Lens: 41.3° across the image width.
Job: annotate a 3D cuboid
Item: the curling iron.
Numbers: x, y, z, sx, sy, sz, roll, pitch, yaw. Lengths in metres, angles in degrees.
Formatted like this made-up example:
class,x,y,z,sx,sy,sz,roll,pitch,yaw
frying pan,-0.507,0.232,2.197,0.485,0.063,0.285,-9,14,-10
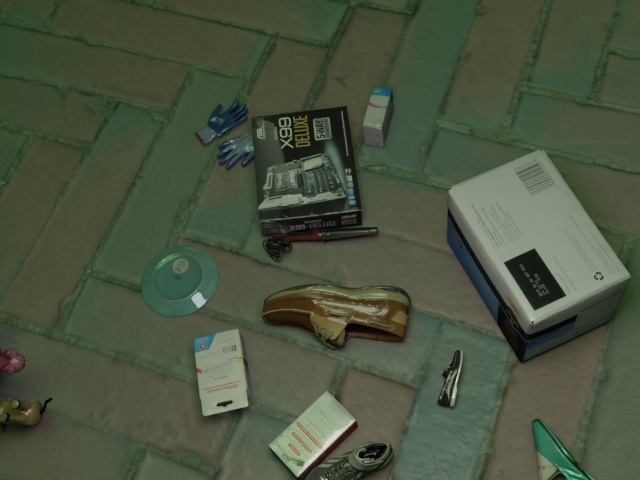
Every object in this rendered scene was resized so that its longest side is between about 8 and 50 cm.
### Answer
class,x,y,z,sx,sy,sz,roll,pitch,yaw
curling iron,0.000,0.000,1.983,0.273,0.035,0.068,-9,57,5

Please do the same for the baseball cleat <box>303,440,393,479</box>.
class,x,y,z,sx,sy,sz,roll,pitch,yaw
baseball cleat,0.047,0.450,1.687,0.205,0.109,0.072,-30,66,-6

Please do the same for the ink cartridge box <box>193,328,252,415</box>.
class,x,y,z,sx,sy,sz,roll,pitch,yaw
ink cartridge box,-0.210,0.294,1.838,0.104,0.062,0.181,-13,60,2

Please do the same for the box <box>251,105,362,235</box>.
class,x,y,z,sx,sy,sz,roll,pitch,yaw
box,-0.037,-0.171,2.050,0.242,0.076,0.308,-6,61,0

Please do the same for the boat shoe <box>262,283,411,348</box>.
class,x,y,z,sx,sy,sz,roll,pitch,yaw
boat shoe,0.034,0.168,1.840,0.323,0.122,0.120,-2,64,8

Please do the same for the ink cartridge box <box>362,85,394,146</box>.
class,x,y,z,sx,sy,sz,roll,pitch,yaw
ink cartridge box,0.143,-0.306,2.100,0.052,0.088,0.123,8,63,12

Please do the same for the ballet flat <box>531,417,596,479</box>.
class,x,y,z,sx,sy,sz,roll,pitch,yaw
ballet flat,0.477,0.458,1.640,0.087,0.083,0.247,-43,61,0

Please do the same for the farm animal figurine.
class,x,y,z,sx,sy,sz,roll,pitch,yaw
farm animal figurine,-0.765,0.316,1.859,0.326,0.172,0.330,-35,69,3

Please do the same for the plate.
class,x,y,z,sx,sy,sz,roll,pitch,yaw
plate,-0.333,0.089,1.990,0.188,0.024,0.188,-4,61,7

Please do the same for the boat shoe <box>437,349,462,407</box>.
class,x,y,z,sx,sy,sz,roll,pitch,yaw
boat shoe,0.273,0.287,1.782,0.038,0.046,0.125,11,72,9

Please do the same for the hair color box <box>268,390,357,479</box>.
class,x,y,z,sx,sy,sz,roll,pitch,yaw
hair color box,-0.014,0.404,1.754,0.167,0.053,0.093,-40,65,-15

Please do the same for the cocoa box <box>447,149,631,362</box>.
class,x,y,z,sx,sy,sz,roll,pitch,yaw
cocoa box,0.443,0.034,1.789,0.231,0.228,0.347,-24,61,-6

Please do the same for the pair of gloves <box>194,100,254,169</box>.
class,x,y,z,sx,sy,sz,roll,pitch,yaw
pair of gloves,-0.224,-0.273,2.176,0.159,0.023,0.198,-37,64,-14
